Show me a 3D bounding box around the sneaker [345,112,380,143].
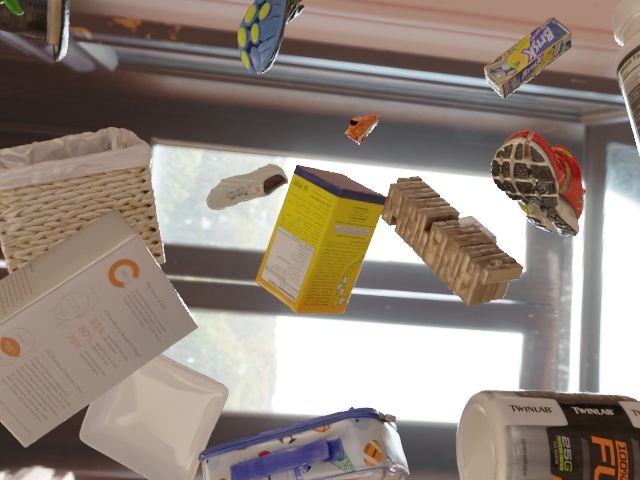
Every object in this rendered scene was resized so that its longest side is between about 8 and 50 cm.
[{"bbox_3d":[0.122,-0.334,1.983,0.064,0.067,0.175,-52,180,33],"label":"sneaker"}]

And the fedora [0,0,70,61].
[{"bbox_3d":[-0.602,-0.542,1.434,0.334,0.153,0.334,179,-90,-67],"label":"fedora"}]

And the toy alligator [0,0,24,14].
[{"bbox_3d":[-0.588,-0.467,1.199,0.056,0.190,0.051,-10,-131,55],"label":"toy alligator"}]

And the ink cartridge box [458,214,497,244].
[{"bbox_3d":[0.316,0.011,1.438,0.122,0.052,0.088,-116,-163,-65],"label":"ink cartridge box"}]

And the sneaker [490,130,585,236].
[{"bbox_3d":[0.359,-0.109,1.121,0.279,0.107,0.118,39,70,-51],"label":"sneaker"}]

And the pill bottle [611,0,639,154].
[{"bbox_3d":[0.669,-0.284,1.279,0.210,0.210,0.363,113,-28,-68],"label":"pill bottle"}]

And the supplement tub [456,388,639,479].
[{"bbox_3d":[0.385,0.328,1.064,0.193,0.316,0.193,-177,-90,-80],"label":"supplement tub"}]

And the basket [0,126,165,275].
[{"bbox_3d":[-0.527,-0.077,1.495,0.328,0.331,0.266,-149,-132,-61],"label":"basket"}]

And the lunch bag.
[{"bbox_3d":[-0.018,0.337,1.062,0.243,0.303,0.115,50,24,-60],"label":"lunch bag"}]

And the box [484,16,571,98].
[{"bbox_3d":[0.409,-0.360,1.375,0.059,0.169,0.054,54,1,28],"label":"box"}]

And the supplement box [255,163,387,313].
[{"bbox_3d":[0.000,0.000,1.902,0.194,0.195,0.356,33,-72,41],"label":"supplement box"}]

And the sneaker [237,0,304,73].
[{"bbox_3d":[-0.055,-0.306,0.931,0.078,0.067,0.188,33,68,-57],"label":"sneaker"}]

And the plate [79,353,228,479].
[{"bbox_3d":[-0.350,0.362,1.475,0.277,0.278,0.045,-68,169,14],"label":"plate"}]

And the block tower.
[{"bbox_3d":[0.242,-0.004,1.370,0.335,0.091,0.097,49,-43,45],"label":"block tower"}]

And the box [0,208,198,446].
[{"bbox_3d":[-0.424,0.140,1.196,0.168,0.345,0.215,34,-26,56],"label":"box"}]

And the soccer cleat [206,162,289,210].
[{"bbox_3d":[-0.165,-0.119,1.585,0.076,0.196,0.068,42,-28,46],"label":"soccer cleat"}]
